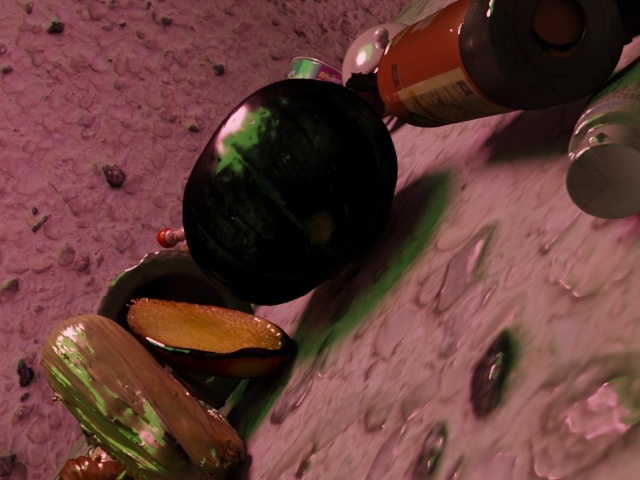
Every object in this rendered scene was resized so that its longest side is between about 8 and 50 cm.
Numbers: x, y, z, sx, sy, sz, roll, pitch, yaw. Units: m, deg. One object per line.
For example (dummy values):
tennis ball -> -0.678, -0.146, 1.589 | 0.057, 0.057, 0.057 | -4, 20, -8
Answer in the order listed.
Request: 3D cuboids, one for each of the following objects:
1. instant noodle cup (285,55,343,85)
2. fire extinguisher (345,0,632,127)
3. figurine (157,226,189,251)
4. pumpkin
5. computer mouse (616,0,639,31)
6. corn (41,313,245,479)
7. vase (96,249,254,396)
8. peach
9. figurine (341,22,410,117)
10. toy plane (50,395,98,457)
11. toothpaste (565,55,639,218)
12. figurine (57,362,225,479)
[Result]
instant noodle cup -> -0.018, -0.345, 1.905 | 0.190, 0.251, 0.251 | -62, 12, -9
fire extinguisher -> 0.164, -0.165, 0.711 | 0.376, 0.200, 0.113 | -159, 86, -74
figurine -> -0.187, 0.015, 1.404 | 0.287, 0.176, 0.186 | -4, 24, 39
pumpkin -> -0.030, -0.048, 0.925 | 0.315, 0.238, 0.315 | -42, -13, -12
computer mouse -> 0.315, -0.281, 0.618 | 0.168, 0.087, 0.295 | -56, 11, -20
corn -> -0.211, 0.193, 0.822 | 0.122, 0.305, 0.123 | -45, -33, -23
vase -> -0.220, 0.140, 1.192 | 0.245, 0.245, 0.291 | -52, 1, -2
peach -> -0.164, 0.138, 0.955 | 0.279, 0.189, 0.068 | 14, 99, 41
figurine -> 0.123, -0.329, 1.419 | 0.281, 0.167, 0.370 | -38, 5, -2
toy plane -> -0.344, 0.288, 1.139 | 0.104, 0.256, 0.242 | -28, -45, -32
toothpaste -> 0.219, -0.094, 0.513 | 0.089, 0.057, 0.234 | -41, 8, 39
figurine -> -0.244, 0.295, 0.939 | 0.263, 0.142, 0.189 | -53, 34, -7
